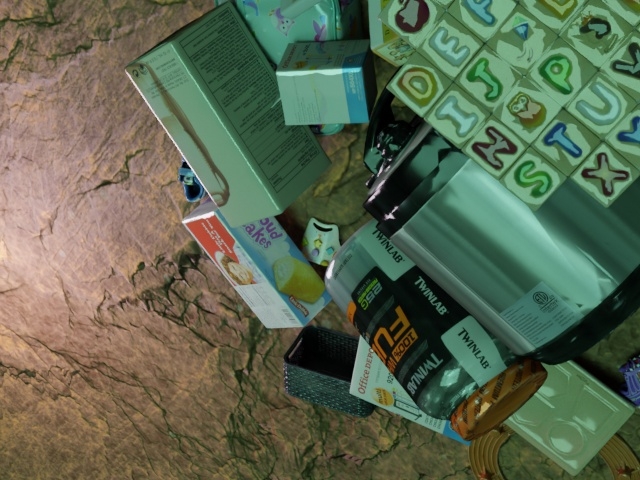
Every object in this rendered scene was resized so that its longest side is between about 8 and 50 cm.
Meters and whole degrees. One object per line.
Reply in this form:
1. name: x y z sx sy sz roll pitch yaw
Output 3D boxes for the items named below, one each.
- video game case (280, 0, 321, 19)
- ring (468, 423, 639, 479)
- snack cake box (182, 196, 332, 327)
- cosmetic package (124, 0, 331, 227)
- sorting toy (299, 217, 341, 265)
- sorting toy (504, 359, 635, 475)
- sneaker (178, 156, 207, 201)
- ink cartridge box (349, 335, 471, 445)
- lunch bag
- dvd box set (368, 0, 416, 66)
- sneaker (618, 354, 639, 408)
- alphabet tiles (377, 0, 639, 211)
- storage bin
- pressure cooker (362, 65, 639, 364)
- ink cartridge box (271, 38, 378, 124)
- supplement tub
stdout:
1. video game case: 0.026 -0.429 1.379 0.026 0.206 0.227 17 157 -35
2. ring: 0.433 0.437 1.924 0.337 0.032 0.336 15 129 18
3. snack cake box: -0.113 0.032 1.856 0.264 0.089 0.152 53 155 -14
4. cosmetic package: -0.136 -0.186 1.555 0.129 0.153 0.296 -16 112 45
5. sorting toy: 0.000 0.000 1.840 0.083 0.045 0.075 17 111 17
6. sorting toy: 0.417 0.289 1.797 0.193 0.038 0.208 38 129 12
7. sneaker: -0.224 -0.132 1.847 0.053 0.059 0.144 12 127 25
8. ink cartridge box: 0.193 0.203 1.788 0.233 0.168 0.171 22 132 15
9. lunch bag: -0.050 -0.296 1.592 0.224 0.108 0.279 12 129 21
10. dvd box set: 0.231 -0.422 1.231 0.420 0.307 0.062 -19 151 39
11. sneaker: 0.525 0.209 1.678 0.071 0.068 0.170 25 133 19
12. alphabet tiles: 0.243 -0.204 1.140 0.342 0.011 0.285 40 117 1
13. storage bin: 0.030 0.245 1.942 0.180 0.122 0.084 14 129 20
14. pressure cooker: 0.261 -0.091 1.379 0.420 0.375 0.370 41 99 0
15. ink cartridge box: 0.002 -0.226 1.481 0.143 0.092 0.090 0 126 13
16. supplement tub: 0.178 0.127 1.591 0.338 0.207 0.207 50 138 25
